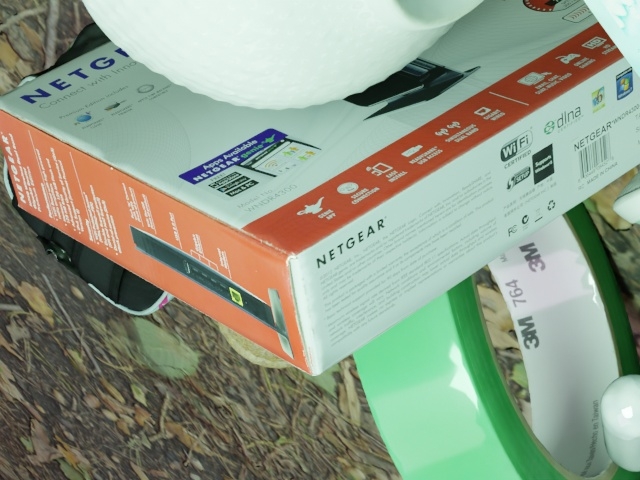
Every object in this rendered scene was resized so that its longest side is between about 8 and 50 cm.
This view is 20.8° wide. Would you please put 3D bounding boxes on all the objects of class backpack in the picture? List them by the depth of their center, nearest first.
[{"bbox_3d":[-0.167,-0.061,1.550,0.225,0.191,0.253,43,145,5],"label":"backpack"}]

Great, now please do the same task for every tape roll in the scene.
[{"bbox_3d":[0.128,0.065,1.208,0.077,0.321,0.321,-19,119,27],"label":"tape roll"}]

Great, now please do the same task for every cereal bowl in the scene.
[{"bbox_3d":[0.031,-0.212,0.915,0.141,0.339,0.339,34,151,28],"label":"cereal bowl"}]

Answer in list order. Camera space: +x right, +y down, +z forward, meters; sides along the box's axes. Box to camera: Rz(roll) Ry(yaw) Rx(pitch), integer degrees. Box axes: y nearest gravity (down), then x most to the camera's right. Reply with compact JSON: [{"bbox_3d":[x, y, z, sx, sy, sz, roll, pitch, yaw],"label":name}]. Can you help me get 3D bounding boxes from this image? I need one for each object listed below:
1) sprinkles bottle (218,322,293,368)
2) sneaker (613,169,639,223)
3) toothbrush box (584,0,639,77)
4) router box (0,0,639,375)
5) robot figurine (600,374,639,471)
[{"bbox_3d":[0.000,0.000,1.491,0.121,0.121,0.355,41,152,4],"label":"sprinkles bottle"},{"bbox_3d":[0.299,-0.021,1.103,0.151,0.094,0.256,45,154,-10],"label":"sneaker"},{"bbox_3d":[0.230,-0.177,0.838,0.295,0.216,0.126,51,152,-15],"label":"toothbrush box"},{"bbox_3d":[0.016,-0.080,1.083,0.301,0.335,0.082,26,137,43],"label":"router box"},{"bbox_3d":[0.329,0.141,1.129,0.300,0.199,0.353,6,159,7],"label":"robot figurine"}]
